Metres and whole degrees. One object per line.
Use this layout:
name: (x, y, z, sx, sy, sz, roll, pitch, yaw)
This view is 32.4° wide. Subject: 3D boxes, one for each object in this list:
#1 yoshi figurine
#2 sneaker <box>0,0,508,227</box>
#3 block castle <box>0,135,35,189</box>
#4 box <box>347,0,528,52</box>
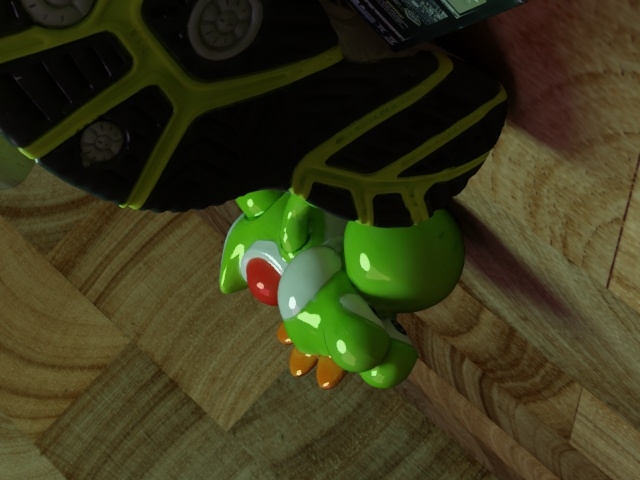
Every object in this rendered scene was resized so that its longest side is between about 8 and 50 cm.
yoshi figurine: (0.025, -0.013, 1.050, 0.362, 0.204, 0.203, -125, 37, -52)
sneaker: (-0.059, -0.102, 0.579, 0.385, 0.145, 0.147, 18, -157, -51)
block castle: (-0.291, -0.262, 0.671, 0.453, 0.303, 0.213, 39, 177, 28)
box: (0.016, -0.171, 0.430, 0.180, 0.077, 0.147, 45, 173, -11)
